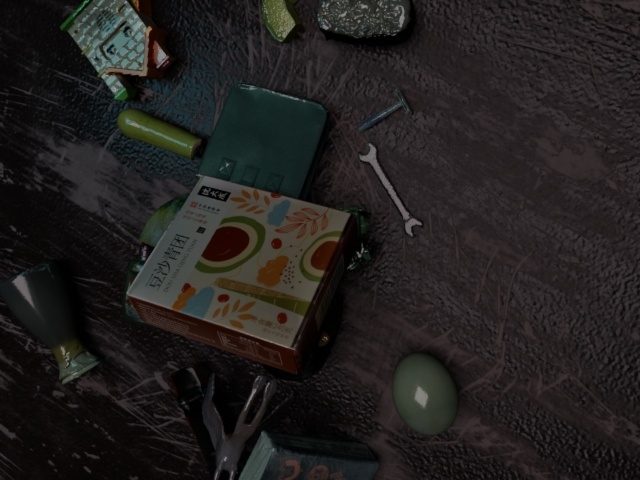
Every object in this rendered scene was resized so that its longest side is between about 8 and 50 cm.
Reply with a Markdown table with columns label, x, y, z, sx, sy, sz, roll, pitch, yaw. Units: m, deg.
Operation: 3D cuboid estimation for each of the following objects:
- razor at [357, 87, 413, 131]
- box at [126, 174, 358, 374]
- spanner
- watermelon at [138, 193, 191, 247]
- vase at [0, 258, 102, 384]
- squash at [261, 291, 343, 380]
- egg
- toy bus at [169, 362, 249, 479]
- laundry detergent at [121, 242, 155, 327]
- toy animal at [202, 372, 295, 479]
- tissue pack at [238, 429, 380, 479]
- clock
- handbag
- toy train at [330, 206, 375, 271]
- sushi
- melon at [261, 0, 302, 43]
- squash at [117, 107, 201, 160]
| label | x | y | z | sx | sy | sz | roll | pitch | yaw |
| --- | --- | --- | --- | --- | --- | --- | --- | --- | --- |
| razor | 0.146 | -0.297 | 1.573 | 0.135 | 0.040 | 0.068 | -29 | 85 | 24 |
| box | -0.156 | 0.061 | 1.437 | 0.385 | 0.122 | 0.345 | 16 | 58 | 16 |
| spanner | 0.167 | -0.120 | 1.587 | 0.054 | 0.015 | 0.255 | -32 | 85 | 15 |
| watermelon | -0.284 | -0.004 | 1.678 | 0.305 | 0.224 | 0.180 | 21 | 144 | 12 |
| vase | -0.731 | 0.228 | 1.818 | 0.173 | 0.173 | 0.321 | -27 | 91 | 17 |
| squash | -0.049 | 0.203 | 1.554 | 0.165 | 0.252 | 0.252 | 17 | 99 | 11 |
| egg | 0.240 | 0.353 | 1.532 | 0.149 | 0.149 | 0.192 | -21 | 88 | 17 |
| toy bus | -0.270 | 0.517 | 1.732 | 0.093 | 0.092 | 0.409 | -25 | 86 | 15 |
| laundry detergent | -0.454 | 0.115 | 1.767 | 0.144 | 0.078 | 0.222 | 8 | 95 | 14 |
| toy animal | -0.182 | 0.464 | 1.552 | 0.224 | 0.284 | 0.302 | 20 | 77 | -9 |
| tissue pack | -0.036 | 0.581 | 1.569 | 0.315 | 0.103 | 0.228 | 19 | 103 | -31 |
| clock | -0.504 | -0.518 | 1.720 | 0.219 | 0.106 | 0.255 | -37 | 88 | 18 |
| handbag | -0.131 | -0.222 | 1.601 | 0.268 | 0.100 | 0.274 | 14 | 80 | 11 |
| toy train | 0.000 | 0.000 | 1.602 | 0.269 | 0.115 | 0.155 | -2 | 85 | 17 |
| sushi | 0.104 | -0.509 | 1.516 | 0.224 | 0.127 | 0.124 | 4 | 95 | 9 |
| melon | -0.071 | -0.588 | 1.599 | 0.118 | 0.064 | 0.210 | 36 | 101 | 12 |
| squash | -0.416 | -0.275 | 1.716 | 0.250 | 0.083 | 0.083 | 24 | 101 | 14 |
